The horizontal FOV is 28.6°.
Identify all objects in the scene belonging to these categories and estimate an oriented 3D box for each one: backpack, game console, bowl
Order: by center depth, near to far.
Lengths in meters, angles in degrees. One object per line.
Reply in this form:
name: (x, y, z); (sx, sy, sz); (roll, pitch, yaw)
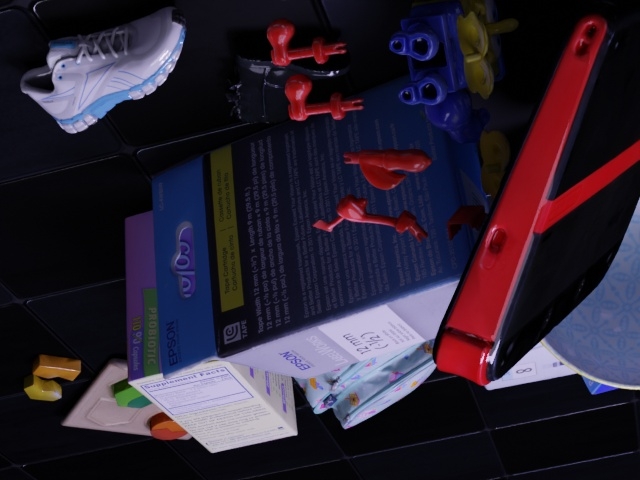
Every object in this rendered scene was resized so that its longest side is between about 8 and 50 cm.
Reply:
game console: (0.233, -0.066, 1.114); (0.386, 0.060, 0.342); (-29, 139, -57)
bowl: (0.345, 0.018, 1.449); (0.289, 0.289, 0.156); (-5, -178, -3)
backpack: (0.060, 0.120, 1.475); (0.166, 0.144, 0.188); (-27, 158, -34)

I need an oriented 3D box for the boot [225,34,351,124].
boot: (-0.034, -0.155, 1.242); (0.121, 0.045, 0.099); (3, 146, -3)

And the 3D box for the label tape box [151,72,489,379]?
label tape box: (0.000, 0.000, 1.306); (0.347, 0.249, 0.115); (-21, 147, 22)

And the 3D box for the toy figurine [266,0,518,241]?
toy figurine: (0.082, -0.202, 1.116); (0.191, 0.217, 0.362); (-6, 108, 25)

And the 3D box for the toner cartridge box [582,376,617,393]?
toner cartridge box: (0.522, 0.102, 1.679); (0.348, 0.075, 0.165); (-11, 149, -21)

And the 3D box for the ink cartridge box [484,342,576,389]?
ink cartridge box: (0.384, 0.075, 1.670); (0.385, 0.091, 0.308); (-10, 149, 8)

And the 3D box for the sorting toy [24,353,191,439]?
sorting toy: (-0.290, 0.237, 1.844); (0.307, 0.041, 0.229); (12, 144, -29)

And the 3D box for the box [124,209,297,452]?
box: (-0.128, 0.105, 1.489); (0.117, 0.213, 0.243); (-14, 149, 12)

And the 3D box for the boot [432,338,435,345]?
boot: (0.101, 0.092, 1.620); (0.219, 0.106, 0.082); (13, 143, -31)

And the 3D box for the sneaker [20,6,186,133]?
sneaker: (-0.206, -0.166, 1.167); (0.190, 0.071, 0.083); (-29, 137, 31)
